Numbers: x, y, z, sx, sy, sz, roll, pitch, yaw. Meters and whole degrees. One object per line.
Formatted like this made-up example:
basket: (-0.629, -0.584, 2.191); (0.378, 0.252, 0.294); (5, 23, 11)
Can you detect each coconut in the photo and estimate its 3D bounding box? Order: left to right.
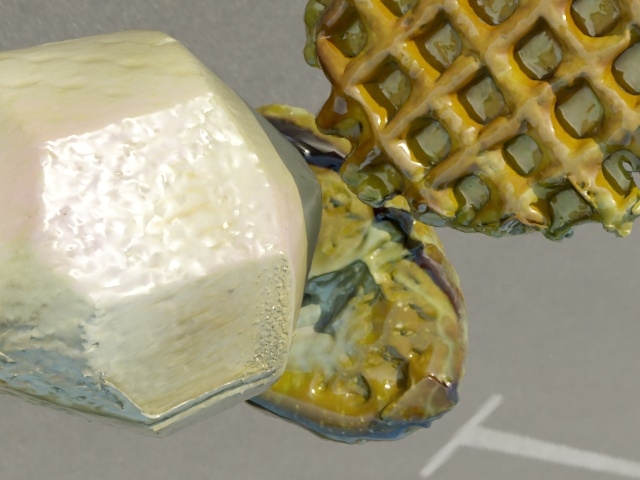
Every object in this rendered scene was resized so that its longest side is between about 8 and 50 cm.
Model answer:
coconut: (-0.162, 0.001, 0.963); (0.352, 0.352, 0.353); (-27, 145, -21)

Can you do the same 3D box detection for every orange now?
orange: (-0.010, 0.033, 1.218); (0.271, 0.369, 0.210); (-36, -170, 12)

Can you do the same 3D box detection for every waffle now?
waffle: (0.125, -0.150, 0.824); (0.068, 0.325, 0.302); (-19, 117, -61)
